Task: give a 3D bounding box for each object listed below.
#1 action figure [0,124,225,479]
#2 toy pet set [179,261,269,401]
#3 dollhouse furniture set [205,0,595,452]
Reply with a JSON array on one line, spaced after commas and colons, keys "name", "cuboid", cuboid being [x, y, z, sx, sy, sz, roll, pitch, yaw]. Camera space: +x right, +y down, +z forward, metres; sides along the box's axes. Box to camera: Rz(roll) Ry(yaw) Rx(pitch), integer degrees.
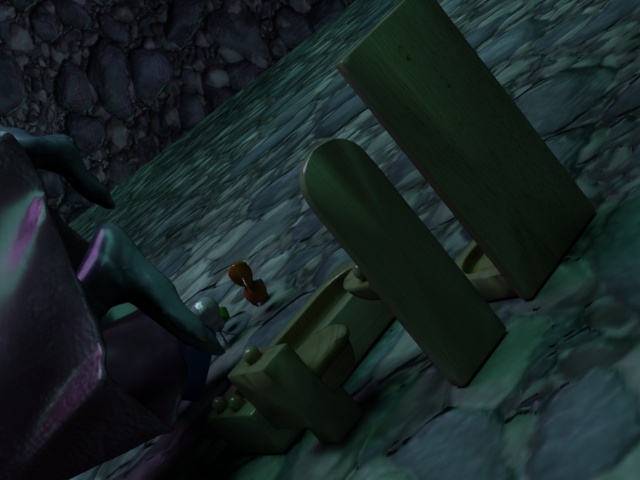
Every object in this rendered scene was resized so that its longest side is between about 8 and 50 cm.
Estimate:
[{"name": "action figure", "cuboid": [-0.240, 0.100, 0.479, 0.370, 0.276, 0.248, -38, 16, -4]}, {"name": "toy pet set", "cuboid": [-0.079, 0.071, 0.637, 0.122, 0.065, 0.114, -38, -22, -2]}, {"name": "dollhouse furniture set", "cuboid": [0.000, 0.000, 0.458, 0.144, 0.123, 0.151, -47, 15, -29]}]
